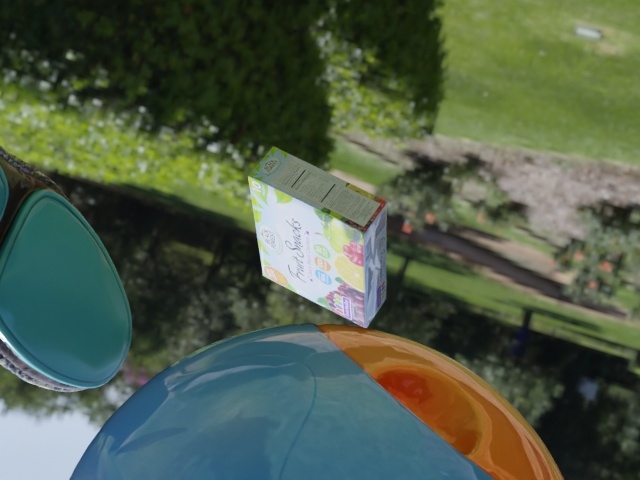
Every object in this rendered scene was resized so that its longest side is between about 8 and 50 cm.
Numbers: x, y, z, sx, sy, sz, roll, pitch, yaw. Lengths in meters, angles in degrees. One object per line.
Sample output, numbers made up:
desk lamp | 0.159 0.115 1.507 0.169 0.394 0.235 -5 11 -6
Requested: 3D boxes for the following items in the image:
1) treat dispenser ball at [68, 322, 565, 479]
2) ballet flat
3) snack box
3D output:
treat dispenser ball | -0.001 0.187 0.647 0.288 0.288 0.288 17 176 1
ballet flat | -0.317 -0.014 1.049 0.182 0.164 0.483 15 159 20
snack box | 0.000 0.000 0.938 0.100 0.037 0.141 28 152 19
